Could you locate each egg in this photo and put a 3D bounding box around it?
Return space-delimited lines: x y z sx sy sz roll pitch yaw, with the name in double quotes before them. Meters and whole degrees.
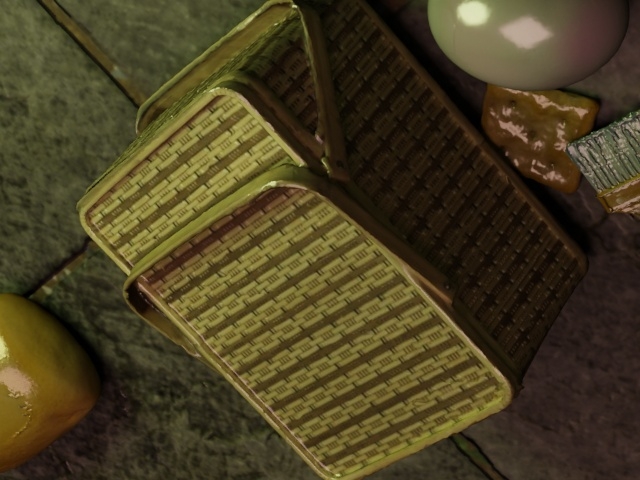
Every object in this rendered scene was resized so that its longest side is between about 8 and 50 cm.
"egg" 0.135 -0.150 1.077 0.135 0.103 0.103 7 125 24

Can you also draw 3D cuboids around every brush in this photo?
"brush" 0.266 0.000 1.171 0.082 0.010 0.218 -28 109 25

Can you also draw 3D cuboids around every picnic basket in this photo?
"picnic basket" 0.000 0.000 1.190 0.313 0.175 0.228 48 136 -10

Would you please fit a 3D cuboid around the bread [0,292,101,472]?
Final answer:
"bread" -0.305 0.144 1.508 0.147 0.098 0.217 47 129 -5

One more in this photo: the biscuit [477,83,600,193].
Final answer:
"biscuit" 0.153 -0.078 1.175 0.083 0.018 0.081 20 128 12
